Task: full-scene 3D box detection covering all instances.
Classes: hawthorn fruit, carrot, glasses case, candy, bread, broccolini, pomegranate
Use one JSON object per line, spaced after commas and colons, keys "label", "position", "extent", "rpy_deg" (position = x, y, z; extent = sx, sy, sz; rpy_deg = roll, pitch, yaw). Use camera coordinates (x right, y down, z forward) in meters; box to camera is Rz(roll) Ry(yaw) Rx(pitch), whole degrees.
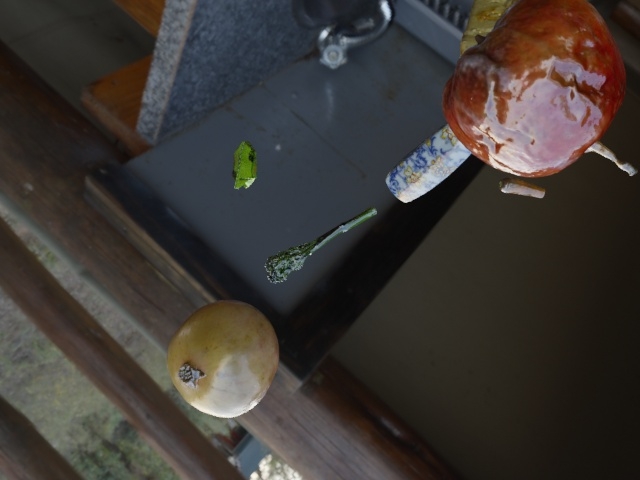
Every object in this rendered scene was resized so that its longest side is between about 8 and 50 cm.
{"label": "hawthorn fruit", "position": [0.304, -0.176, 0.827], "extent": [0.242, 0.271, 0.242], "rpy_deg": [-43, 176, -4]}
{"label": "carrot", "position": [0.393, -0.102, 1.223], "extent": [0.032, 0.093, 0.032], "rpy_deg": [-169, -90, -79]}
{"label": "glasses case", "position": [0.219, -0.155, 1.269], "extent": [0.065, 0.087, 0.248], "rpy_deg": [-40, -179, -35]}
{"label": "candy", "position": [-0.225, -0.226, 1.890], "extent": [0.246, 0.069, 0.149], "rpy_deg": [-69, 164, -82]}
{"label": "bread", "position": [0.368, -0.411, 1.315], "extent": [0.184, 0.114, 0.274], "rpy_deg": [70, 33, -51]}
{"label": "broccolini", "position": [0.000, 0.000, 1.162], "extent": [0.239, 0.051, 0.054], "rpy_deg": [-33, -168, -8]}
{"label": "pomegranate", "position": [-0.158, 0.196, 1.041], "extent": [0.191, 0.191, 0.191], "rpy_deg": [-48, 174, -6]}
